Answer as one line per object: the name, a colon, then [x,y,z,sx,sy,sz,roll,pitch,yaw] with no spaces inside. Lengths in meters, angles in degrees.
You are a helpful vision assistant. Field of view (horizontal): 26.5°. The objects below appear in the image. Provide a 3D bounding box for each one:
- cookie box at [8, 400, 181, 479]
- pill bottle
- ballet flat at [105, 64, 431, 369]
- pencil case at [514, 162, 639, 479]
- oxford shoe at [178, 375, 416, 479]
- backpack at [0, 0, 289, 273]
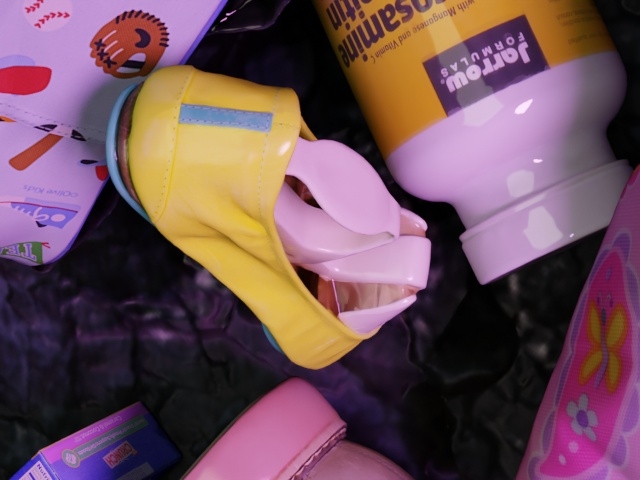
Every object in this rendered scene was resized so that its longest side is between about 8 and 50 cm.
cookie box: [-0.134,0.136,0.681,0.107,0.092,0.040,-43,80,24]
pill bottle: [0.060,-0.081,0.549,0.103,0.103,0.184,-28,83,27]
ballet flat: [0.000,0.000,0.528,0.077,0.231,0.077,-2,70,20]
pencil case: [0.153,0.017,0.466,0.124,0.124,0.284,26,123,22]
oxford shoe: [-0.072,0.256,0.641,0.146,0.140,0.397,37,113,11]
backpack: [-0.145,-0.124,0.555,0.277,0.213,0.263,-108,34,-44]
